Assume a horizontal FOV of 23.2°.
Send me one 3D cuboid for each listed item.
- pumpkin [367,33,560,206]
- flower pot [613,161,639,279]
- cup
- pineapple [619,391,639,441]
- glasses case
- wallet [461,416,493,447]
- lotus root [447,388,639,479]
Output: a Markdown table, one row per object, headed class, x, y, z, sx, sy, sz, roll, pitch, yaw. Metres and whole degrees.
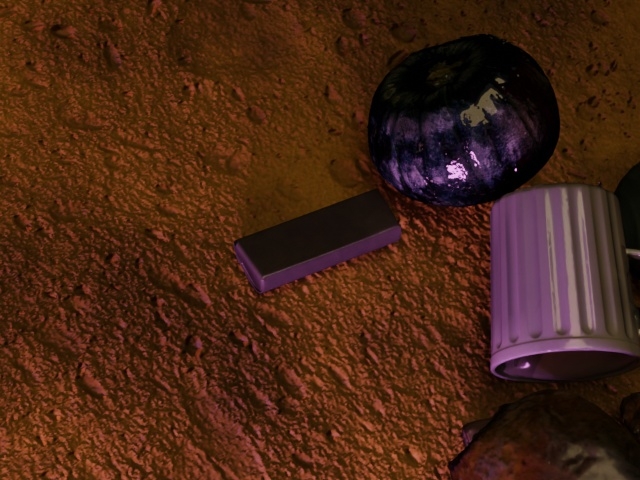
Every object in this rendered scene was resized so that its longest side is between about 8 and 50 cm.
| class | x | y | z | sx | sy | sz | roll | pitch | yaw |
| --- | --- | --- | --- | --- | --- | --- | --- | --- | --- |
| pumpkin | 0.167 | -0.141 | 1.831 | 0.233 | 0.163 | 0.233 | -19 | 30 | 12 |
| flower pot | 0.463 | -0.029 | 1.855 | 0.243 | 0.157 | 0.189 | -11 | 68 | -8 |
| cup | 0.296 | 0.051 | 1.770 | 0.221 | 0.167 | 0.202 | 4 | 72 | -18 |
| pineapple | 0.417 | 0.277 | 1.724 | 0.128 | 0.128 | 0.248 | -11 | 73 | -15 |
| glasses case | -0.002 | 0.000 | 1.827 | 0.191 | 0.042 | 0.072 | -21 | 63 | -18 |
| wallet | 0.244 | 0.244 | 1.750 | 0.153 | 0.038 | 0.118 | -9 | 64 | -15 |
| lotus root | 0.285 | 0.311 | 1.639 | 0.314 | 0.142 | 0.210 | 44 | 67 | 1 |
